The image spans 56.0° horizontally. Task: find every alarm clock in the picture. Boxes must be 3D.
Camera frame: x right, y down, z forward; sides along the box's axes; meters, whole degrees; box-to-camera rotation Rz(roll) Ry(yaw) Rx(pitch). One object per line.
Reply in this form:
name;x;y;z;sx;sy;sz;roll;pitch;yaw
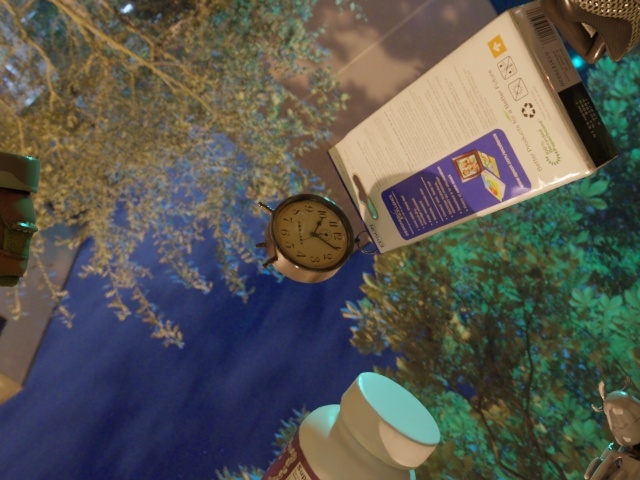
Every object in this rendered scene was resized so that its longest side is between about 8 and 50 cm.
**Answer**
alarm clock;0.000;0.000;0.903;0.064;0.192;0.129;121;-33;-58

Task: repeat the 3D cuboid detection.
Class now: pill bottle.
pill bottle;0.015;0.322;0.771;0.302;0.169;0.169;-55;-153;13

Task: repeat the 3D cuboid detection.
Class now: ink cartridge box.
ink cartridge box;0.150;-0.107;0.731;0.069;0.176;0.371;-27;180;-33

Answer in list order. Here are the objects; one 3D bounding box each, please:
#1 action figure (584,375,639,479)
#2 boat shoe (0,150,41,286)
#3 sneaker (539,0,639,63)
action figure;0.322;0.235;0.527;0.185;0.285;0.099;-38;-174;-3
boat shoe;-0.346;-0.023;0.378;0.110;0.307;0.105;-173;-91;-68
sneaker;0.218;-0.185;0.360;0.227;0.087;0.130;-21;161;-21
